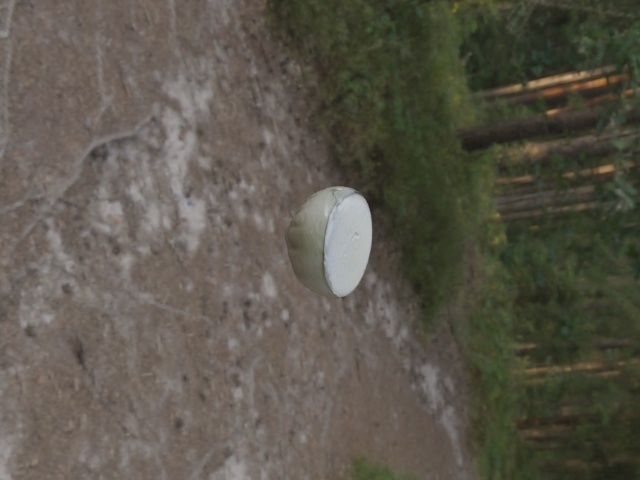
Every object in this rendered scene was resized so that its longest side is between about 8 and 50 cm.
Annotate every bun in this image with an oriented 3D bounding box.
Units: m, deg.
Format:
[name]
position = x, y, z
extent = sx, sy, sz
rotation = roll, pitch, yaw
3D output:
[bun]
position = 0.000, 0.000, 1.046
extent = 0.138, 0.094, 0.138
rotation = -22, 115, -58
